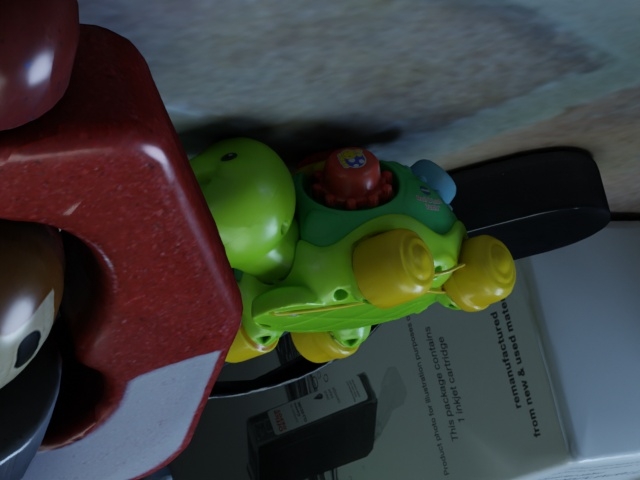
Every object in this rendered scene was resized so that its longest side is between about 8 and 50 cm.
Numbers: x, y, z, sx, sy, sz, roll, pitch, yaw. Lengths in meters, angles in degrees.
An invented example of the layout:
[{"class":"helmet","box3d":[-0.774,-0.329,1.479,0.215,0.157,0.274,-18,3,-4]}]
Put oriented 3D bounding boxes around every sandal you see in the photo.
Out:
[{"class":"sandal","box3d":[-0.006,0.025,0.783,0.254,0.054,0.097,-17,166,19]}]

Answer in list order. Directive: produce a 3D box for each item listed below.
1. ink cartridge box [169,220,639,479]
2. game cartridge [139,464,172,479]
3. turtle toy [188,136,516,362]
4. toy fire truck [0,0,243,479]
[{"class":"ink cartridge box","box3d":[0.077,0.083,0.972,0.197,0.114,0.273,-1,163,-42]},{"class":"game cartridge","box3d":[-0.115,0.218,1.498,0.198,0.062,0.297,3,160,-36]},{"class":"turtle toy","box3d":[0.000,0.000,0.663,0.095,0.066,0.130,-22,163,35]},{"class":"toy fire truck","box3d":[-0.157,0.026,0.477,0.302,0.169,0.254,-7,147,-24]}]
